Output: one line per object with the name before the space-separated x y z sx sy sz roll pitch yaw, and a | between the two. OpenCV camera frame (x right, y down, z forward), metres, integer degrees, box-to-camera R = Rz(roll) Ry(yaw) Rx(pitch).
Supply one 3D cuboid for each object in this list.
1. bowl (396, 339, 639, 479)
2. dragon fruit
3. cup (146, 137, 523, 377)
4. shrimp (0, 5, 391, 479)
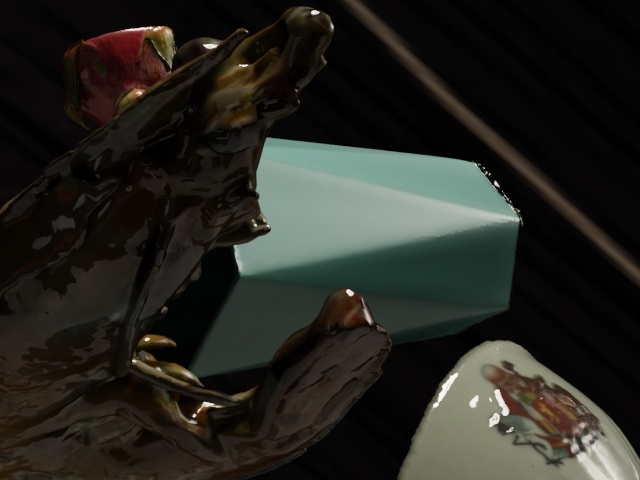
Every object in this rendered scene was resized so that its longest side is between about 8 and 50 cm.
bowl | 0.171 0.251 1.419 0.157 0.337 0.337 11 55 26
dragon fruit | -0.129 -0.096 1.212 0.060 0.056 0.083 -6 -10 -45
cup | 0.000 0.000 1.134 0.134 0.236 0.148 55 131 33
shrimp | -0.042 0.019 0.554 0.251 0.143 0.052 -44 41 49
